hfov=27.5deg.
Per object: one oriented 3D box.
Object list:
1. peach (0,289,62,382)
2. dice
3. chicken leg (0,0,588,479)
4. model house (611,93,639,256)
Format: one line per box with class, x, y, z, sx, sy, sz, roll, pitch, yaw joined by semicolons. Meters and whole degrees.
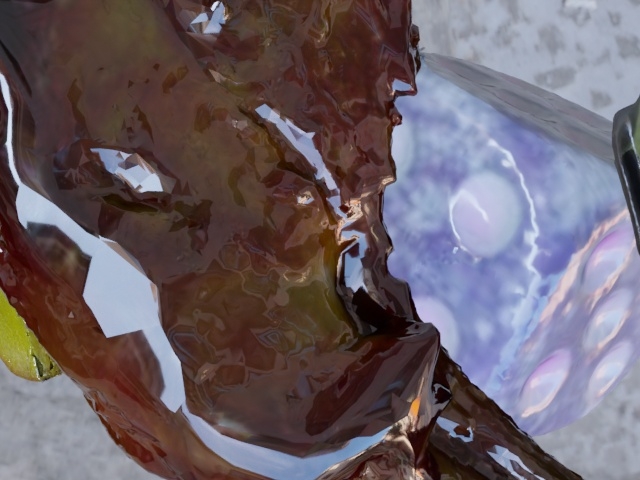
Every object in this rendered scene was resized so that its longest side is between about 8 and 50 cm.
peach;-0.312;0.072;1.428;0.172;0.092;0.127;53;133;15
dice;0.156;0.001;1.190;0.270;0.270;0.271;2;118;-51
chicken leg;0.000;0.000;0.370;0.158;0.096;0.407;-35;98;-8
model house;0.236;0.020;0.534;0.205;0.218;0.278;-1;105;-26
